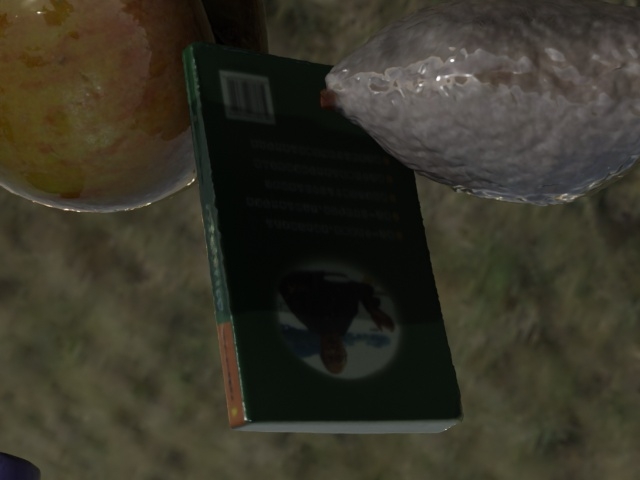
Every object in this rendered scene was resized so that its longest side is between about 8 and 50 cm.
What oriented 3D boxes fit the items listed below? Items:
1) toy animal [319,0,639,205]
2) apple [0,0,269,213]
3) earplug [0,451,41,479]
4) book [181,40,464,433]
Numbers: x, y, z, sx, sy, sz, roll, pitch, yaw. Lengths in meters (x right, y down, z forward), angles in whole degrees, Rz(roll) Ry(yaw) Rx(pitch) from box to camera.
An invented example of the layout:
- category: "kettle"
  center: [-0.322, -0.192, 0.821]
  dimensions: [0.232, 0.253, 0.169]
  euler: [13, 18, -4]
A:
- category: "toy animal"
  center: [0.176, -0.125, 1.561]
  dimensions: [0.359, 0.188, 0.226]
  euler: [4, 174, -5]
- category: "apple"
  center: [-0.244, -0.216, 1.840]
  dimensions: [0.334, 0.400, 0.400]
  euler: [-14, 148, 21]
- category: "earplug"
  center: [-0.412, 0.453, 1.846]
  dimensions: [0.215, 0.455, 0.215]
  euler: [0, 161, 0]
- category: "book"
  center: [0.000, 0.000, 1.670]
  dimensions: [0.260, 0.370, 0.043]
  euler: [6, 158, -37]
